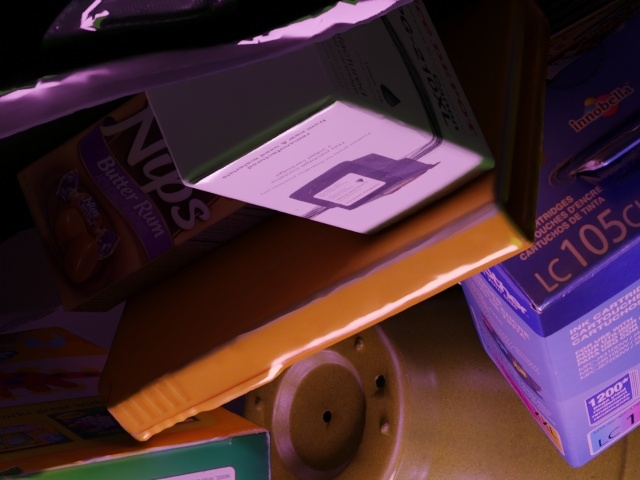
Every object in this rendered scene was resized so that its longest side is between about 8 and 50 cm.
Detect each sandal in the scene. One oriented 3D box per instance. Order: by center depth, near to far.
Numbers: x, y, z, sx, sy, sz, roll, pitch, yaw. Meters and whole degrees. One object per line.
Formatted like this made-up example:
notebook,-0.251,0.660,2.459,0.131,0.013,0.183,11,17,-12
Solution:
sandal,-0.078,-0.155,0.920,0.445,0.167,0.107,-23,147,7

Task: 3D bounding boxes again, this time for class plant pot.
plant pot,0.119,0.200,2.098,0.353,0.366,0.366,11,146,-43

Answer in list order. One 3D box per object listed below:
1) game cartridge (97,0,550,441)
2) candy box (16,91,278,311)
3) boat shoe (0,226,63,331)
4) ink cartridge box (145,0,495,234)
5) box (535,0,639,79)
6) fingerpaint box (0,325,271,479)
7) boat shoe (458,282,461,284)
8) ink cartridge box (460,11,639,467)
game cartridge,0.005,-0.019,1.345,0.323,0.053,0.285,-29,-154,27
candy box,-0.110,-0.039,1.346,0.186,0.109,0.053,-30,163,26
boat shoe,-0.224,0.035,1.536,0.184,0.066,0.063,-32,171,32
ink cartridge box,-0.012,-0.108,1.115,0.100,0.172,0.237,-28,163,19
box,0.234,-0.183,1.443,0.207,0.036,0.114,-28,163,24
fingerpaint box,-0.313,0.197,1.402,0.444,0.163,0.371,-7,-167,-30
boat shoe,0.211,-0.039,1.826,0.277,0.098,0.096,-23,-167,-24
ink cartridge box,0.233,-0.021,1.457,0.270,0.151,0.395,-35,152,-5
